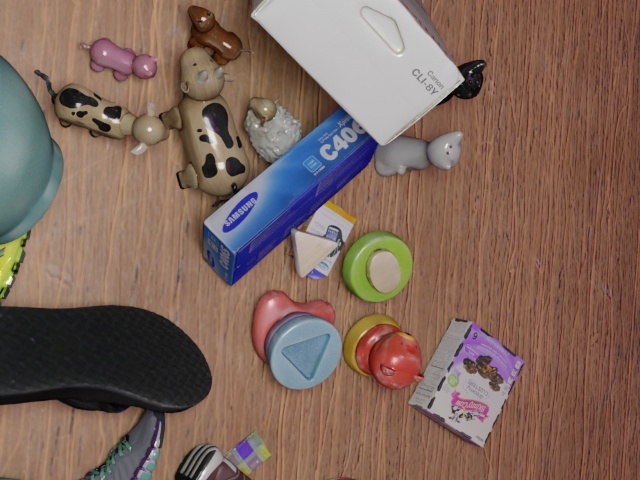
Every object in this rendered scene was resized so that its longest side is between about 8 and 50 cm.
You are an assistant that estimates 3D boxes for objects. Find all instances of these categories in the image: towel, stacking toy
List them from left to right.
[{"bbox_3d":[-0.130,0.377,1.371,0.083,0.009,0.060,-36,107,-22],"label":"towel"},{"bbox_3d":[0.055,0.130,1.355,0.309,0.130,0.279,5,106,-27],"label":"stacking toy"}]

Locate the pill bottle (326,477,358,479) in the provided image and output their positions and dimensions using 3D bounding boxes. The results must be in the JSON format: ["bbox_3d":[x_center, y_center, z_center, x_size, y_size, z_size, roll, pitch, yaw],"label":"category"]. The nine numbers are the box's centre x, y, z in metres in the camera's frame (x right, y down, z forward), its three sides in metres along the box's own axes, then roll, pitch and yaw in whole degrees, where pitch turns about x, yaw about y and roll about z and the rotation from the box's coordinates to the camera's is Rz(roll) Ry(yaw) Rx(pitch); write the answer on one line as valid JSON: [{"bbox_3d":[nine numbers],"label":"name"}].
[{"bbox_3d":[0.104,0.542,1.302,0.210,0.363,0.210,-1,92,-28],"label":"pill bottle"}]

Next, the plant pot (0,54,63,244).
[{"bbox_3d":[-0.470,-0.109,1.042,0.196,0.293,0.293,38,73,-51],"label":"plant pot"}]

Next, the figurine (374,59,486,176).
[{"bbox_3d":[0.200,-0.214,1.413,0.092,0.209,0.214,20,83,-27],"label":"figurine"}]

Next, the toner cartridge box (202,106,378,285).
[{"bbox_3d":[-0.043,-0.084,1.307,0.075,0.165,0.348,44,69,10],"label":"toner cartridge box"}]

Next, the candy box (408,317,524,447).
[{"bbox_3d":[0.290,0.280,1.557,0.165,0.070,0.196,36,75,-24],"label":"candy box"}]

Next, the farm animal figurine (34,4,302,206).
[{"bbox_3d":[-0.208,-0.198,1.216,0.330,0.172,0.326,-39,109,-22],"label":"farm animal figurine"}]

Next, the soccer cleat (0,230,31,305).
[{"bbox_3d":[-0.510,0.074,1.112,0.121,0.093,0.289,29,77,-16],"label":"soccer cleat"}]

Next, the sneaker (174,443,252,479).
[{"bbox_3d":[-0.201,0.489,1.286,0.162,0.106,0.281,41,73,-26],"label":"sneaker"}]

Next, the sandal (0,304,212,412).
[{"bbox_3d":[-0.355,0.179,1.167,0.446,0.107,0.167,16,49,-46],"label":"sandal"}]

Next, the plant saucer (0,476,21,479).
[{"bbox_3d":[-0.479,0.500,1.116,0.318,0.044,0.317,3,83,-25],"label":"plant saucer"}]

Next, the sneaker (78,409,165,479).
[{"bbox_3d":[-0.318,0.357,1.232,0.098,0.083,0.223,22,82,-22],"label":"sneaker"}]

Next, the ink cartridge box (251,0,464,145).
[{"bbox_3d":[0.044,-0.356,1.221,0.160,0.384,0.279,-40,115,19],"label":"ink cartridge box"}]

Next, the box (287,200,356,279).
[{"bbox_3d":[0.000,0.000,1.418,0.081,0.028,0.136,33,79,-25],"label":"box"}]
